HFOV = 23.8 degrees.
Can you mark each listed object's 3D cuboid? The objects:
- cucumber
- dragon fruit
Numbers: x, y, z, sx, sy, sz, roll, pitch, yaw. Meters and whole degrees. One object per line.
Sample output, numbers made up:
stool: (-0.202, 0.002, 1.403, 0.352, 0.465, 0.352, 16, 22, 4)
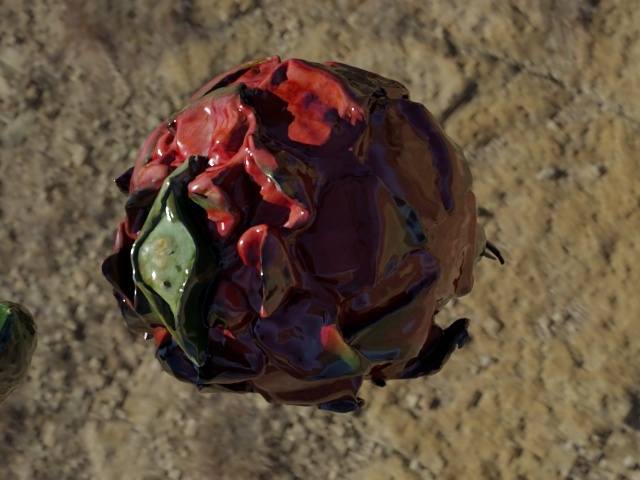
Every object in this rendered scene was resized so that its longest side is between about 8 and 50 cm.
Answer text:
cucumber: (-0.220, 0.085, 0.921, 0.214, 0.058, 0.052, -39, 53, 47)
dragon fruit: (0.000, 0.000, 0.948, 0.233, 0.293, 0.234, -5, 81, 32)
